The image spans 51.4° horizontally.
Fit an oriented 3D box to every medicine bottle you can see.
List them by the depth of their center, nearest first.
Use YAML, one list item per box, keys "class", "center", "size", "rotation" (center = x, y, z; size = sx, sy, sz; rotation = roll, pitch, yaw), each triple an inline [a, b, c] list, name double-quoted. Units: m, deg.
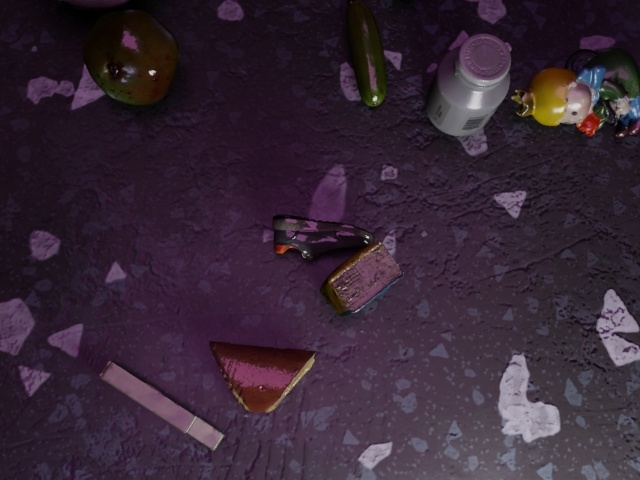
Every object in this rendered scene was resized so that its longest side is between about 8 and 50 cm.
- class: "medicine bottle"
  center: [0.278, -0.290, 1.239]
  size: [0.135, 0.215, 0.134]
  rotation: [0, 77, -2]

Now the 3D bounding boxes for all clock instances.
- class: "clock"
  center: [0.544, -0.351, 1.362]
  size: [0.085, 0.017, 0.085]
  rotation: [0, 77, -2]

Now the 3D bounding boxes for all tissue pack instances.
- class: "tissue pack"
  center: [0.066, 0.071, 1.177]
  size: [0.120, 0.169, 0.082]
  rotation: [-37, 86, -9]

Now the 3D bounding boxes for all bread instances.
- class: "bread"
  center: [-0.106, 0.245, 1.183]
  size: [0.193, 0.067, 0.119]
  rotation: [4, 77, -1]

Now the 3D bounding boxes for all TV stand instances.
- class: "TV stand"
  center: [-0.283, 0.292, 1.181]
  size: [0.249, 0.042, 0.036]
  rotation: [32, 74, 5]

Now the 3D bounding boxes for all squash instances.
- class: "squash"
  center: [0.090, -0.388, 1.331]
  size: [0.066, 0.066, 0.251]
  rotation: [-9, 78, -4]

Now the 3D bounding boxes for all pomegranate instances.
- class: "pomegranate"
  center: [-0.349, -0.361, 1.275]
  size: [0.180, 0.179, 0.209]
  rotation: [12, 39, 1]

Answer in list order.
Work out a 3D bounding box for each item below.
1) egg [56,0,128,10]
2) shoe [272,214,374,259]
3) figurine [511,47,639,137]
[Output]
- class: "egg"
  center: [-0.456, -0.612, 1.296]
  size: [0.337, 0.201, 0.336]
  rotation: [-3, 103, -11]
- class: "shoe"
  center: [0.002, 0.001, 1.245]
  size: [0.195, 0.074, 0.077]
  rotation: [9, 89, 3]
- class: "figurine"
  center: [0.505, -0.261, 1.297]
  size: [0.234, 0.127, 0.185]
  rotation: [-24, 103, -10]
